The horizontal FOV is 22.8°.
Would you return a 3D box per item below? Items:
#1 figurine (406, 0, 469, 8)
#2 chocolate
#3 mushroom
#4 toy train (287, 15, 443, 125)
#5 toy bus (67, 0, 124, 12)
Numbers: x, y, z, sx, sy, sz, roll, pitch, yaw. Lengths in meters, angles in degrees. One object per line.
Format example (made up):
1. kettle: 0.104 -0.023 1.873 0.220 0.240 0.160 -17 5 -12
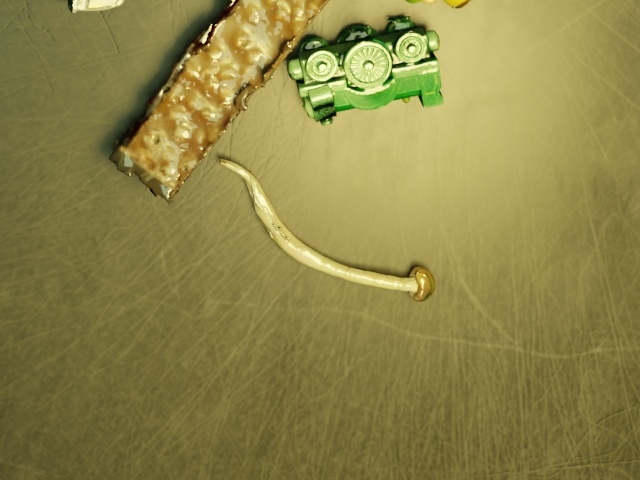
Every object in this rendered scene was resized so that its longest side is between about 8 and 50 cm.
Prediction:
1. figurine: 0.063 -0.342 1.739 0.263 0.143 0.162 26 61 -29
2. chocolate: -0.109 -0.192 1.810 0.102 0.065 0.329 41 101 5
3. mushroom: 0.000 0.000 1.897 0.306 0.043 0.068 27 86 -11
4. toy train: 0.053 -0.193 1.825 0.178 0.071 0.105 -12 119 -2
5. toy bus: -0.249 -0.349 1.753 0.075 0.064 0.190 -2 108 -17
